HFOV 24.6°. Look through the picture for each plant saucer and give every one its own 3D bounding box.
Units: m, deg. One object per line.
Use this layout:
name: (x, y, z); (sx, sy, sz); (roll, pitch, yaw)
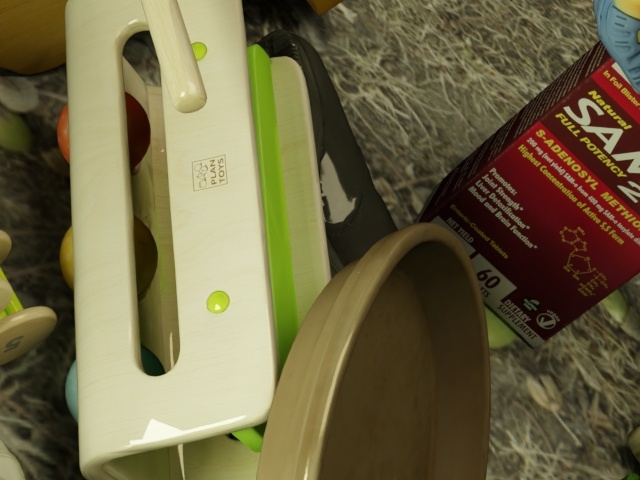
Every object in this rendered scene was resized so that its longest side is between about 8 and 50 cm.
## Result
plant saucer: (0.030, 0.128, 0.750); (0.278, 0.041, 0.277); (5, 90, -67)

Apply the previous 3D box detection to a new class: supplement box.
supplement box: (0.187, -0.042, 1.001); (0.130, 0.239, 0.073); (41, 39, -6)

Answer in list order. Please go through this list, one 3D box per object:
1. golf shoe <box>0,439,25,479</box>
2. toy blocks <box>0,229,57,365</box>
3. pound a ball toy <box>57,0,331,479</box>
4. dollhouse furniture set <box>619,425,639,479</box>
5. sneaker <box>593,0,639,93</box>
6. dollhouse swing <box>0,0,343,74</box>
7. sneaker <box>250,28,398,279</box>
golf shoe: (-0.241, 0.083, 0.588); (0.306, 0.115, 0.140); (32, 23, -49)
toy blocks: (-0.199, -0.015, 0.733); (0.148, 0.054, 0.123); (58, -2, 16)
pound a ball toy: (-0.092, -0.038, 0.766); (0.208, 0.136, 0.319); (51, 28, -60)
dollhouse furniture set: (0.317, 0.147, 0.991); (0.151, 0.197, 0.301); (44, 39, -1)
sneaker: (0.247, -0.150, 0.894); (0.296, 0.112, 0.131); (-1, 43, -42)
dollhouse swing: (-0.178, -0.273, 1.012); (0.315, 0.305, 0.346); (-27, 74, -8)
sneaker: (0.000, 0.000, 0.921); (0.130, 0.109, 0.286); (17, 54, -44)
